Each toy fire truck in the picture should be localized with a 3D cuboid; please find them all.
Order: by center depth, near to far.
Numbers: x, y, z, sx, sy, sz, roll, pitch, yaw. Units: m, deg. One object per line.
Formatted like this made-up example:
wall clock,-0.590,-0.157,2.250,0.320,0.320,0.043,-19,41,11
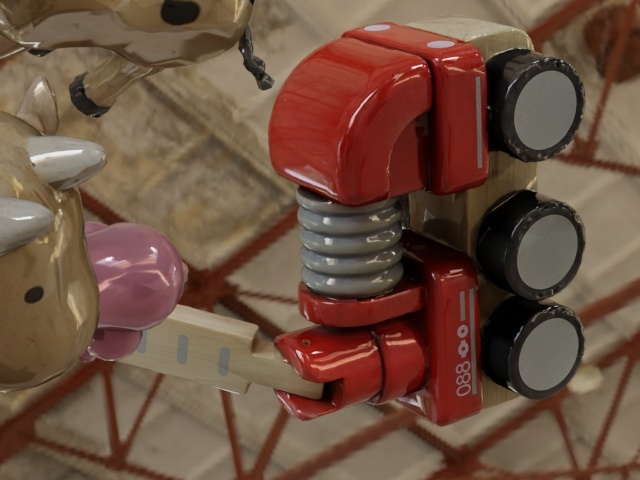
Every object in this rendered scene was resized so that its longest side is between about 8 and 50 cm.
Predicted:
toy fire truck,0.000,0.000,0.770,0.246,0.158,0.217,-16,-66,-29

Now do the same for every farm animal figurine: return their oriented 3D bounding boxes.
farm animal figurine,-0.136,-0.037,0.406,0.172,0.330,0.327,-24,-48,39
